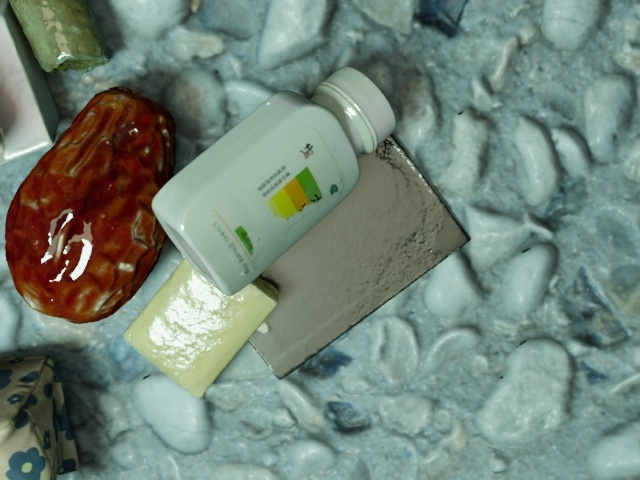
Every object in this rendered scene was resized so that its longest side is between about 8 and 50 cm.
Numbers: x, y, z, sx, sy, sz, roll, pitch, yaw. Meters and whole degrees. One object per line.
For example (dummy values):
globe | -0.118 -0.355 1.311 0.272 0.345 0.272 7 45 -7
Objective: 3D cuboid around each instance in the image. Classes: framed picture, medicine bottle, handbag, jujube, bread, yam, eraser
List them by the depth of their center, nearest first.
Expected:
medicine bottle | -0.047 -0.079 0.986 0.296 0.111 0.161 -42 136 -16
jujube | -0.274 -0.043 1.005 0.197 0.197 0.290 19 81 -2
yam | -0.355 -0.329 1.023 0.093 0.093 0.259 -24 96 3
handbag | -0.444 0.274 1.045 0.251 0.190 0.193 -11 113 6
eraser | -0.551 -0.154 1.047 0.396 0.082 0.213 -20 96 3
bread | -0.155 0.099 1.077 0.139 0.060 0.178 41 103 -3
framed picture | 0.000 0.000 1.097 0.324 0.013 0.244 -37 95 5
